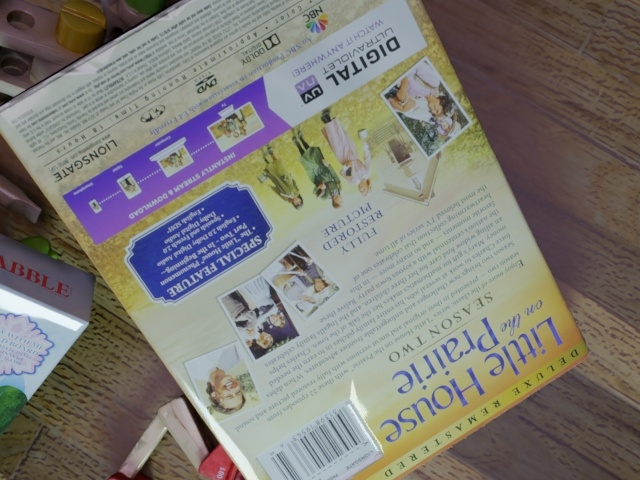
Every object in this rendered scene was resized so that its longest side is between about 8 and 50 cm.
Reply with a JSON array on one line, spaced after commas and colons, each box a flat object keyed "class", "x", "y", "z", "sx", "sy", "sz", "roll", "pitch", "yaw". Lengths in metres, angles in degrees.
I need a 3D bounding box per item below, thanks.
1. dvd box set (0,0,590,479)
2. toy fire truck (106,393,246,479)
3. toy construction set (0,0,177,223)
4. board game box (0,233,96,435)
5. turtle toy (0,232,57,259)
[{"class": "dvd box set", "x": 0.000, "y": 0.000, "z": 0.648, "sx": 0.307, "sy": 0.062, "sz": 0.421, "roll": -32, "pitch": 110, "yaw": -3}, {"class": "toy fire truck", "x": -0.108, "y": 0.185, "z": 0.755, "sx": 0.135, "sy": 0.047, "sz": 0.192, "roll": 20, "pitch": 90, "yaw": 6}, {"class": "toy construction set", "x": -0.186, "y": -0.139, "z": 0.713, "sx": 0.237, "sy": 0.257, "sz": 0.309, "roll": 39, "pitch": 112, "yaw": -6}, {"class": "board game box", "x": -0.398, "y": 0.085, "z": 0.646, "sx": 0.318, "sy": 0.066, "sz": 0.318, "roll": 29, "pitch": 116, "yaw": -27}, {"class": "turtle toy", "x": -0.307, "y": 0.037, "z": 0.767, "sx": 0.130, "sy": 0.095, "sz": 0.066, "roll": -38, "pitch": 106, "yaw": 3}]
